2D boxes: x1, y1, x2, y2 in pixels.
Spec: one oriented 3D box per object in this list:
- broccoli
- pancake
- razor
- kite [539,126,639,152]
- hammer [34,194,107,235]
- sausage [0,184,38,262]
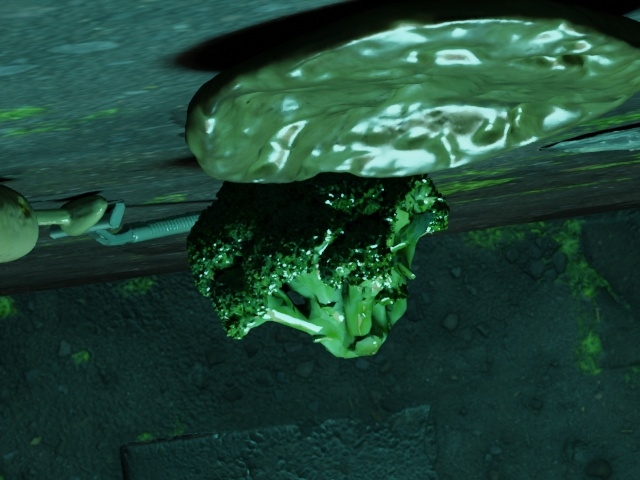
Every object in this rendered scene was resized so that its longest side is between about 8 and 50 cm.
[{"bbox_3d":[0.000,0.000,1.415,0.195,0.156,0.195,-26,-158,11],"label":"broccoli"},{"bbox_3d":[0.051,-0.081,0.955,0.241,0.050,0.242,-11,169,-2],"label":"pancake"},{"bbox_3d":[-0.134,-0.016,1.744,0.084,0.036,0.211,-8,177,43],"label":"razor"},{"bbox_3d":[0.343,-0.095,1.735,0.310,0.015,0.169,-2,174,-41],"label":"kite"},{"bbox_3d":[-0.264,-0.017,1.530,0.195,0.028,0.060,-5,171,-27],"label":"hammer"},{"bbox_3d":[-0.277,-0.012,1.248,0.065,0.066,0.301,-9,179,21],"label":"sausage"}]
